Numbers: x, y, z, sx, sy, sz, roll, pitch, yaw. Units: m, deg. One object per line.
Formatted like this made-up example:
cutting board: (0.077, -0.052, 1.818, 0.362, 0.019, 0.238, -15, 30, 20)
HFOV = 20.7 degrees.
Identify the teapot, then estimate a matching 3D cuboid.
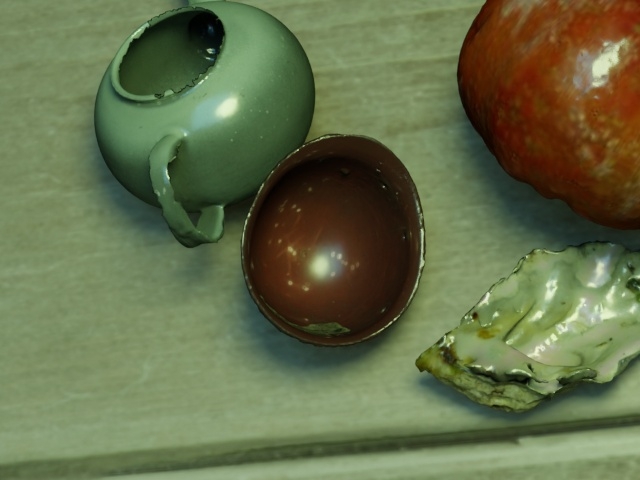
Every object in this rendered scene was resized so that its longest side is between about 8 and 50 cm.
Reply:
teapot: (-0.102, -0.119, 1.472, 0.193, 0.129, 0.294, -14, 47, 20)

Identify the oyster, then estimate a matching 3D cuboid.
oyster: (0.196, 0.077, 1.417, 0.209, 0.072, 0.133, -37, 63, -20)

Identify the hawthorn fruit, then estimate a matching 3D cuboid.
hawthorn fruit: (0.245, -0.150, 1.365, 0.242, 0.242, 0.271, 33, 105, 18)

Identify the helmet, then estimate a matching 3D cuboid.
helmet: (0.000, 0.000, 1.448, 0.155, 0.106, 0.175, 11, 86, -15)
